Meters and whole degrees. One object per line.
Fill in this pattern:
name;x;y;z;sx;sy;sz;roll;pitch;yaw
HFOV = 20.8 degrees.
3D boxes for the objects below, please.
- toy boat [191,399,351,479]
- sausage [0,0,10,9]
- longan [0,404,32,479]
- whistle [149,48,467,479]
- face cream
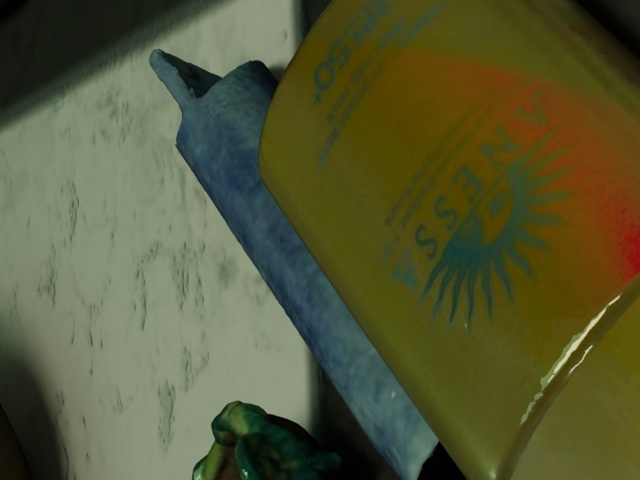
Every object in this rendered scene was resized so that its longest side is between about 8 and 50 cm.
toy boat;-0.066;0.186;0.818;0.293;0.099;0.108;-53;44;35
sausage;-0.240;-0.174;1.184;0.062;0.054;0.183;-54;18;-25
longan;-0.315;0.186;1.053;0.319;0.319;0.319;-5;84;60
whistle;0.000;0.000;0.743;0.304;0.062;0.062;54;133;48
face cream;0.075;0.004;0.590;0.139;0.067;0.285;-54;41;17
